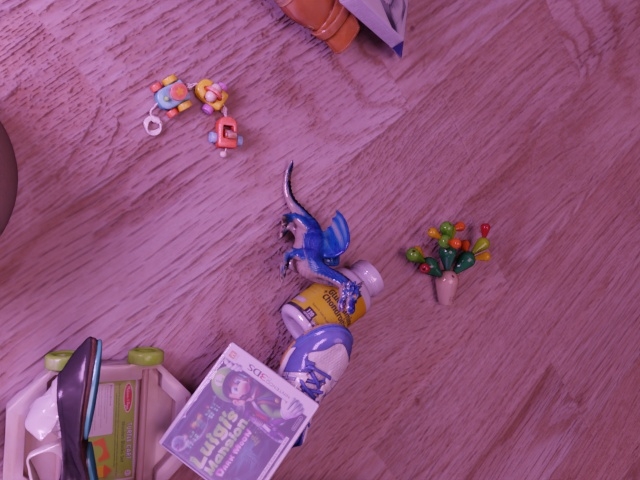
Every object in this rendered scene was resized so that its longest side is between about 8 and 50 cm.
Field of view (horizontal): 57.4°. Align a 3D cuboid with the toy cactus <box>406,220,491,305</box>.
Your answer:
[{"bbox_3d":[0.278,0.049,1.234,0.219,0.112,0.180,-13,109,-38],"label":"toy cactus"}]

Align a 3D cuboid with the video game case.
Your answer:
[{"bbox_3d":[-0.125,0.285,0.909,0.173,0.022,0.190,34,80,8],"label":"video game case"}]

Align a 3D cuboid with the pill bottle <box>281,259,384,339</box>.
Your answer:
[{"bbox_3d":[0.026,0.114,1.079,0.184,0.103,0.103,-35,109,-24],"label":"pill bottle"}]

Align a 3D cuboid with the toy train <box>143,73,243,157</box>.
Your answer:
[{"bbox_3d":[-0.199,-0.208,0.963,0.167,0.046,0.125,6,89,-31],"label":"toy train"}]

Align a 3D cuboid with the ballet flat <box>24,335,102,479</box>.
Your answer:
[{"bbox_3d":[-0.350,0.272,0.800,0.096,0.095,0.280,1,93,-19],"label":"ballet flat"}]

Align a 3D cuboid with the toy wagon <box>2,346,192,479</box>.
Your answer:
[{"bbox_3d":[-0.303,0.303,0.921,0.345,0.068,0.266,3,92,-31],"label":"toy wagon"}]

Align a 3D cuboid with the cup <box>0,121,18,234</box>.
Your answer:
[{"bbox_3d":[-0.526,-0.082,0.671,0.331,0.237,0.330,-2,94,-31],"label":"cup"}]

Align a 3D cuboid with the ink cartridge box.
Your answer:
[{"bbox_3d":[0.125,-0.486,1.078,0.224,0.045,0.223,18,76,-52],"label":"ink cartridge box"}]

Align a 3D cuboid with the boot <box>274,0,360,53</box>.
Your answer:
[{"bbox_3d":[0.021,-0.500,1.043,0.220,0.109,0.283,35,67,-33],"label":"boot"}]

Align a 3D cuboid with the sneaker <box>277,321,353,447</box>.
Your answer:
[{"bbox_3d":[-0.035,0.275,0.978,0.112,0.131,0.296,31,103,-23],"label":"sneaker"}]

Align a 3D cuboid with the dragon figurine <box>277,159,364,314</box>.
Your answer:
[{"bbox_3d":[0.000,0.000,1.033,0.144,0.085,0.288,1,61,-11],"label":"dragon figurine"}]
